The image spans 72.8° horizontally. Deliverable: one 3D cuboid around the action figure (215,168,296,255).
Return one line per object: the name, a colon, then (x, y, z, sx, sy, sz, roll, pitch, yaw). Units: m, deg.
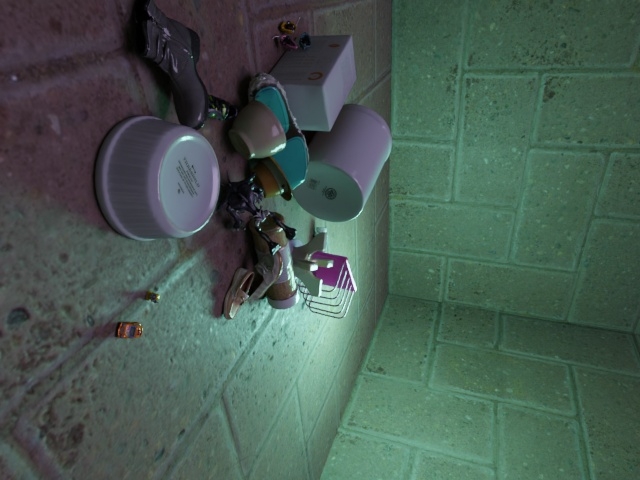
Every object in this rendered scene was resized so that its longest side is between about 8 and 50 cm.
action figure: (-0.205, -0.085, 1.278, 0.164, 0.141, 0.276, -47, 108, -16)

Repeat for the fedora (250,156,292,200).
fedora: (-0.167, -0.192, 1.380, 0.079, 0.194, 0.194, -35, 143, -13)

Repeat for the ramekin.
ramekin: (-0.326, -0.126, 0.926, 0.273, 0.127, 0.273, 8, 90, -71)

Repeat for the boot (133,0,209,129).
boot: (-0.322, -0.363, 0.908, 0.161, 0.083, 0.247, 2, 78, -67)

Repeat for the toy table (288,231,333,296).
toy table: (-0.062, 0.085, 1.718, 0.274, 0.160, 0.252, -31, 126, -65)

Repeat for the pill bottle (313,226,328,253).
pill bottle: (0.000, 0.000, 2.002, 0.067, 0.067, 0.120, -8, 104, -70)

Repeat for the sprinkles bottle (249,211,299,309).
sprinkles bottle: (-0.155, 0.077, 1.502, 0.121, 0.121, 0.356, -61, 151, -47)

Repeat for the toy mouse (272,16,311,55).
toy mouse: (-0.085, -0.665, 1.452, 0.161, 0.143, 0.031, -37, 178, -34)

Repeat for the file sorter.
file sorter: (0.023, 0.205, 1.948, 0.291, 0.202, 0.182, 70, 36, -53)

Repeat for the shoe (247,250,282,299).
shoe: (-0.187, 0.119, 1.401, 0.058, 0.076, 0.219, -11, 142, -48)

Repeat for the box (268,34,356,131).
box: (-0.026, -0.548, 1.494, 0.168, 0.214, 0.345, 77, 28, -46)

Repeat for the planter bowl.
planter bowl: (-0.192, -0.300, 1.238, 0.109, 0.162, 0.162, -41, 142, -23)

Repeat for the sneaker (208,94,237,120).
sneaker: (-0.271, -0.335, 1.080, 0.188, 0.078, 0.067, -23, 119, -67)

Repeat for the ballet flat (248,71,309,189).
ballet flat: (-0.133, -0.356, 1.401, 0.409, 0.146, 0.147, 76, 28, -47)

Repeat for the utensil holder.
utensil holder: (0.089, -0.308, 1.759, 0.328, 0.327, 0.386, 77, 29, -45)

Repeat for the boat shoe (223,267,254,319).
boat shoe: (-0.251, 0.167, 1.351, 0.063, 0.059, 0.170, 55, 45, -62)

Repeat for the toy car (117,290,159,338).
toy car: (-0.398, 0.163, 0.958, 0.060, 0.040, 0.122, 62, 40, -59)
